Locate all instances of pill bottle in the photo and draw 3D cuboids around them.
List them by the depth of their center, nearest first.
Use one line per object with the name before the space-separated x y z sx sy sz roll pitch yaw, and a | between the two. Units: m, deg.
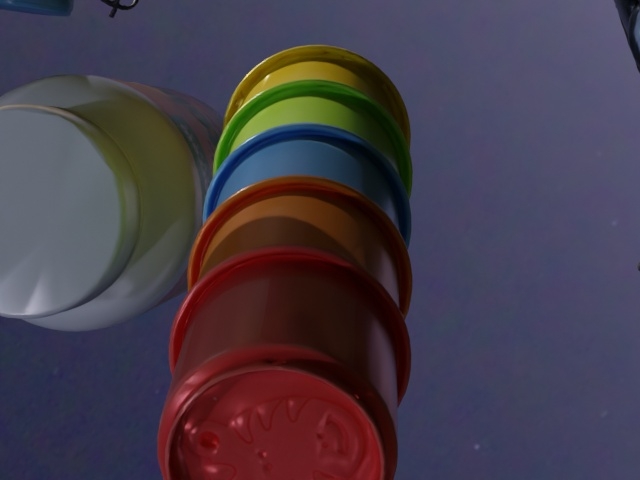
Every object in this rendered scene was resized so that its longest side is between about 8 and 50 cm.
pill bottle | -0.124 -0.023 0.674 0.136 0.136 0.246 39 -172 3

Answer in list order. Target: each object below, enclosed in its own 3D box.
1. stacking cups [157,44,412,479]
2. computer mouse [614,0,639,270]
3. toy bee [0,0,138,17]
stacking cups | 0.000 0.000 0.450 0.096 0.096 0.316 29 -164 -10
computer mouse | 0.111 -0.078 0.325 0.060 0.262 0.184 -2 -170 -2
toy bee | -0.260 -0.212 0.910 0.162 0.298 0.195 6 -106 8
